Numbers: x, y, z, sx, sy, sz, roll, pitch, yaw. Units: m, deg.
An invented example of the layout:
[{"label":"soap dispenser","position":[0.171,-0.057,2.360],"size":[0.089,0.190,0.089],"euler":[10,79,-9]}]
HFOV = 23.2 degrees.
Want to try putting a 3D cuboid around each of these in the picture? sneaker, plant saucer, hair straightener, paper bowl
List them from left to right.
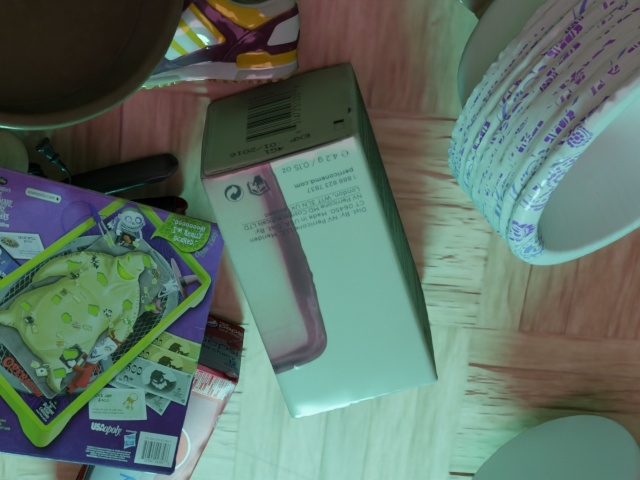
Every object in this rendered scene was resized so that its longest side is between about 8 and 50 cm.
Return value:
[{"label":"plant saucer","position":[-0.226,-0.208,1.102],"size":[0.278,0.278,0.041],"euler":[36,152,-19]},{"label":"hair straightener","position":[-0.228,-0.050,1.283],"size":[0.230,0.047,0.089],"euler":[-4,118,5]},{"label":"sneaker","position":[-0.109,-0.166,1.212],"size":[0.185,0.069,0.084],"euler":[-4,110,-7]},{"label":"paper bowl","position":[0.215,-0.124,1.148],"size":[0.284,0.284,0.148],"euler":[-46,67,20]}]

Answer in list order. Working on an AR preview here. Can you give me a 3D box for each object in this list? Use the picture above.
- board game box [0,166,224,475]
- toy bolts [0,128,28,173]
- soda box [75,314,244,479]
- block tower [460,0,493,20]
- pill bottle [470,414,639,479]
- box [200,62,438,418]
[{"label":"board game box","position":[-0.237,0.051,1.156],"size":[0.346,0.056,0.208],"euler":[16,89,-39]},{"label":"toy bolts","position":[-0.296,-0.116,1.151],"size":[0.158,0.218,0.229],"euler":[14,125,6]},{"label":"soda box","position":[-0.155,0.186,1.377],"size":[0.083,0.092,0.263],"euler":[23,115,-11]},{"label":"block tower","position":[0.029,-0.300,1.125],"size":[0.335,0.097,0.091],"euler":[38,111,-18]},{"label":"pill bottle","position":[0.292,0.362,1.410],"size":[0.229,0.229,0.408],"euler":[-27,115,12]},{"label":"box","position":[0.000,0.000,1.252],"size":[0.126,0.149,0.232],"euler":[-15,117,7]}]
